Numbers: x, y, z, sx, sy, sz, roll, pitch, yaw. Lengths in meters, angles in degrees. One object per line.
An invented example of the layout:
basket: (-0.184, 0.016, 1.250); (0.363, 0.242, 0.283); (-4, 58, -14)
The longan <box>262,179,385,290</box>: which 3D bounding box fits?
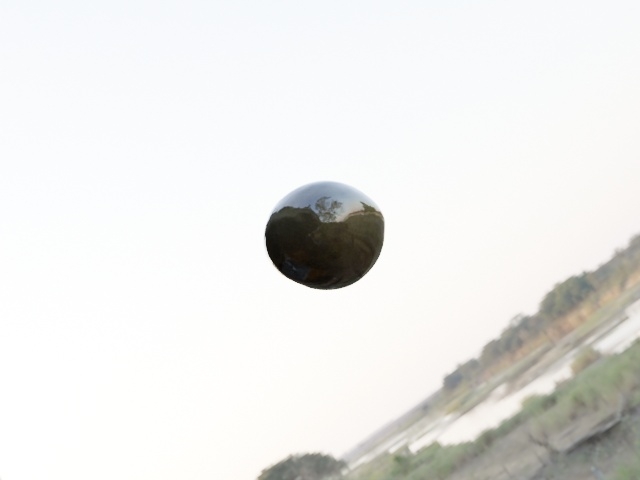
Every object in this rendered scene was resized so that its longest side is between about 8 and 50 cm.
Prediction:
longan: (0.000, 0.000, 0.851); (0.106, 0.106, 0.119); (-27, -13, -38)
